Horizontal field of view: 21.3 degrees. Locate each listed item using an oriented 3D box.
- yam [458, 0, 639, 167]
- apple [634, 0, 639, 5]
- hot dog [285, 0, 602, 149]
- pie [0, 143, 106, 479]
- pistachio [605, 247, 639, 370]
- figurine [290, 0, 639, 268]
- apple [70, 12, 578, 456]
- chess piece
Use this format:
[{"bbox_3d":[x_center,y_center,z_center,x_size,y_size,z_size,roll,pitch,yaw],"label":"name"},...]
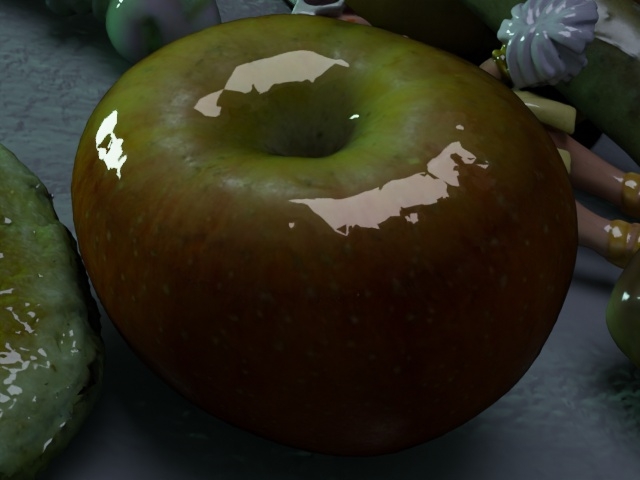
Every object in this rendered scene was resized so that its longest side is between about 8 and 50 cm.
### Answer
[{"bbox_3d":[0.158,-0.120,1.023,0.371,0.083,0.083,43,41,8],"label":"yam"},{"bbox_3d":[0.289,-0.218,1.130,0.253,0.253,0.253,9,36,-7],"label":"apple"},{"bbox_3d":[0.087,-0.194,1.158,0.326,0.107,0.194,34,39,25],"label":"hot dog"},{"bbox_3d":[-0.258,0.021,0.781,0.323,0.070,0.323,8,37,-6],"label":"pie"},{"bbox_3d":[0.251,0.048,0.882,0.206,0.131,0.130,8,80,-17],"label":"pistachio"},{"bbox_3d":[0.075,-0.061,0.959,0.240,0.116,0.175,17,51,7],"label":"figurine"},{"bbox_3d":[0.000,0.000,0.803,0.210,0.173,0.235,-36,54,-27],"label":"apple"},{"bbox_3d":[-0.157,-0.184,1.066,0.271,0.139,0.139,39,41,14],"label":"chess piece"}]
